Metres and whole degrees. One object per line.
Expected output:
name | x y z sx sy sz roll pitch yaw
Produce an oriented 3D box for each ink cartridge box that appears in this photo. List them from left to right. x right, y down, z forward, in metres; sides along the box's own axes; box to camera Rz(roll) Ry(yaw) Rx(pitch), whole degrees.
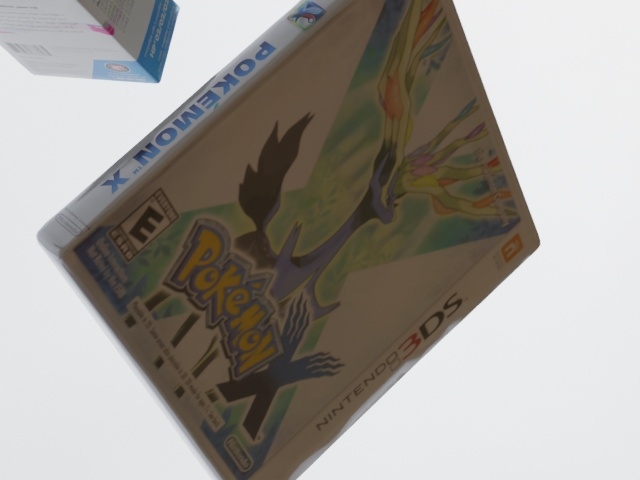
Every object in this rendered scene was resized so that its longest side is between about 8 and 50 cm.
ink cartridge box | -0.177 -0.168 1.115 0.181 0.104 0.061 46 -126 -60

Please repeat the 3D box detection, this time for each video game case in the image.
video game case | 0.000 0.000 1.153 0.300 0.036 0.329 -43 -40 -13
